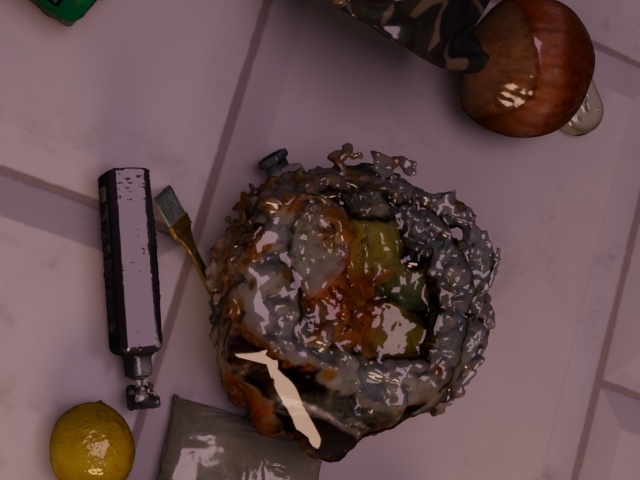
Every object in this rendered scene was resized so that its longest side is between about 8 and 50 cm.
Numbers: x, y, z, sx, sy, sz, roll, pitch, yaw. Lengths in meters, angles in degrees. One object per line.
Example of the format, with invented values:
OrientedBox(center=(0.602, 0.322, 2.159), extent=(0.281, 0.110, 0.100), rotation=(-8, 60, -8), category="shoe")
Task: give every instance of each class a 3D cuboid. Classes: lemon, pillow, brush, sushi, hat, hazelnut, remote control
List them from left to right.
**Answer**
OrientedBox(center=(-0.288, 0.266, 1.803), extent=(0.109, 0.109, 0.133), rotation=(7, 75, -22), category="lemon")
OrientedBox(center=(-0.163, 0.029, 1.906), extent=(0.010, 0.082, 0.218), rotation=(-23, 103, 15), category="brush")
OrientedBox(center=(-0.106, 0.306, 1.907), extent=(0.230, 0.050, 0.148), rotation=(19, 68, -21), category="pillow")
OrientedBox(center=(0.038, 0.073, 1.883), extent=(0.418, 0.176, 0.417), rotation=(0, 90, -21), category="sushi")
OrientedBox(center=(0.132, -0.440, 1.948), extent=(0.366, 0.257, 0.381), rotation=(30, 85, 6), category="hat")
OrientedBox(center=(0.301, -0.251, 2.058), extent=(0.214, 0.176, 0.214), rotation=(-11, 125, -17), category="hazelnut")
OrientedBox(center=(0.366, -0.265, 2.161), extent=(0.078, 0.042, 0.221), rotation=(-25, 94, -24), category="remote control")

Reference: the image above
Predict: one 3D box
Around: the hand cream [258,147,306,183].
OrientedBox(center=(0.000, 0.000, 1.979), extent=(0.095, 0.059, 0.276), rotation=(-35, 103, -20), category="hand cream")

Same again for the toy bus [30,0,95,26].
OrientedBox(center=(-0.378, -0.448, 1.788), extent=(0.343, 0.199, 0.183), rotation=(37, 64, -15), category="toy bus")

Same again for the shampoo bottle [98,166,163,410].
OrientedBox(center=(-0.245, 0.065, 1.845), extent=(0.071, 0.098, 0.309), rotation=(-2, 86, -19), category="shampoo bottle")
